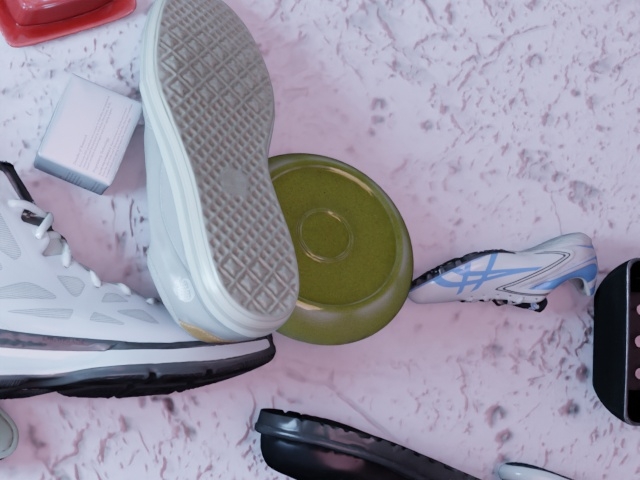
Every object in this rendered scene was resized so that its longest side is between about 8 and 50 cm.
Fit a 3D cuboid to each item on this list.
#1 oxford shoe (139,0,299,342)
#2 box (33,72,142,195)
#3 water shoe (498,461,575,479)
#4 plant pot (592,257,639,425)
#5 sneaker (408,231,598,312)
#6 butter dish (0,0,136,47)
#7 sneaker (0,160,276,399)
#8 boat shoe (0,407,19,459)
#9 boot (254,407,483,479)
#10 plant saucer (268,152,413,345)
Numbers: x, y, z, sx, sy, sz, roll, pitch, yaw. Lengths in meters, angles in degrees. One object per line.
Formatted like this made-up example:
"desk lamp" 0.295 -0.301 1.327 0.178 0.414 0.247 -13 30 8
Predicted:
"oxford shoe" -0.129 -0.084 1.620 0.169 0.130 0.449 9 56 -33
"box" -0.257 -0.115 1.652 0.087 0.101 0.102 22 81 -11
"water shoe" 0.298 0.325 1.774 0.203 0.073 0.080 22 85 -11
"plant pot" 0.410 0.121 1.763 0.188 0.167 0.187 2 86 -14
"sneaker" 0.217 0.049 1.764 0.237 0.085 0.086 -10 87 -12
"butter dish" -0.291 -0.311 1.646 0.160 0.118 0.160 -18 91 -13
"sneaker" -0.264 0.035 1.610 0.447 0.169 0.257 1 76 -23
"boat shoe" -0.438 0.190 1.612 0.228 0.068 0.081 22 50 -13
"boot" 0.050 0.354 1.684 0.348 0.131 0.260 24 82 -11
"plant saucer" 0.000 0.000 1.693 0.241 0.037 0.241 9 62 -16
